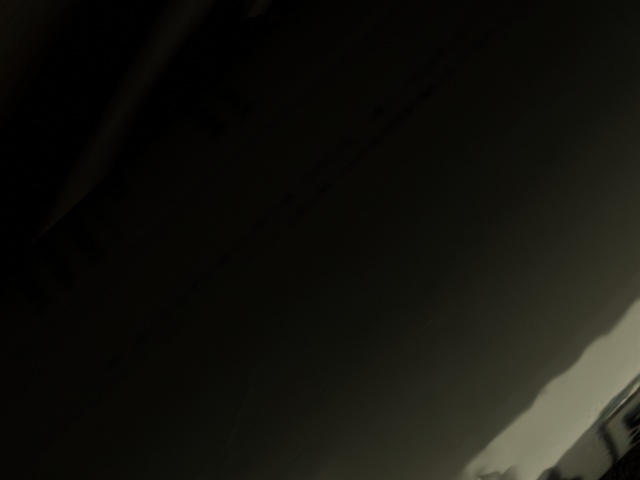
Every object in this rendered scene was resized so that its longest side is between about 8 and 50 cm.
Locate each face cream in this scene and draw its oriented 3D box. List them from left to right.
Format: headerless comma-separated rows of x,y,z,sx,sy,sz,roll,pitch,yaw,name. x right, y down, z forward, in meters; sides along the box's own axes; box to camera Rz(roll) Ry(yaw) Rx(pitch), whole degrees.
0.079,-0.043,0.399,0.369,0.145,0.145,-43,178,-3,face cream

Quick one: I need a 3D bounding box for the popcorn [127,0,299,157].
-0.009,-0.007,0.567,0.173,0.142,0.173,-35,-174,4,popcorn
